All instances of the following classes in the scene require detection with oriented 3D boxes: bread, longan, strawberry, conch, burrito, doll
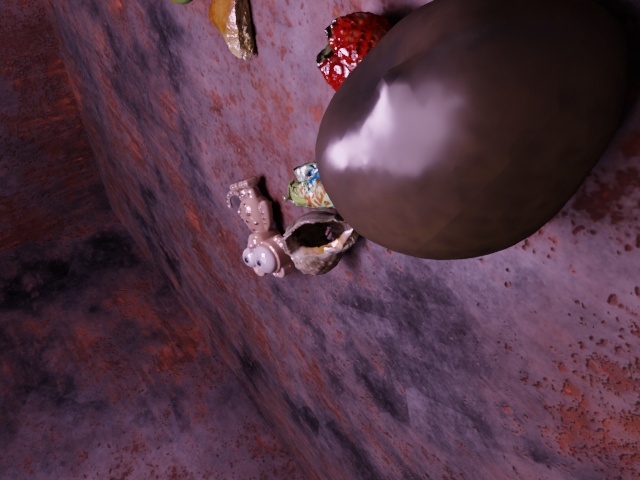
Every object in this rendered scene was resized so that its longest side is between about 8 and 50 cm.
[{"bbox_3d":[-0.180,-0.466,1.017,0.154,0.054,0.136,52,148,12],"label":"bread"},{"bbox_3d":[0.150,-0.122,0.552,0.288,0.288,0.350,57,144,8],"label":"longan"},{"bbox_3d":[0.072,-0.261,0.723,0.148,0.131,0.131,23,144,6],"label":"strawberry"},{"bbox_3d":[0.000,0.000,1.049,0.207,0.155,0.130,-25,75,44],"label":"conch"},{"bbox_3d":[0.001,-0.114,1.031,0.288,0.054,0.104,4,118,58],"label":"burrito"},{"bbox_3d":[-0.161,-0.030,1.320,0.154,0.119,0.278,-19,97,50],"label":"doll"}]

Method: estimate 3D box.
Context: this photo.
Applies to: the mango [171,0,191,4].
[{"bbox_3d":[-0.358,-0.629,1.124,0.237,0.091,0.137,63,158,-3],"label":"mango"}]
